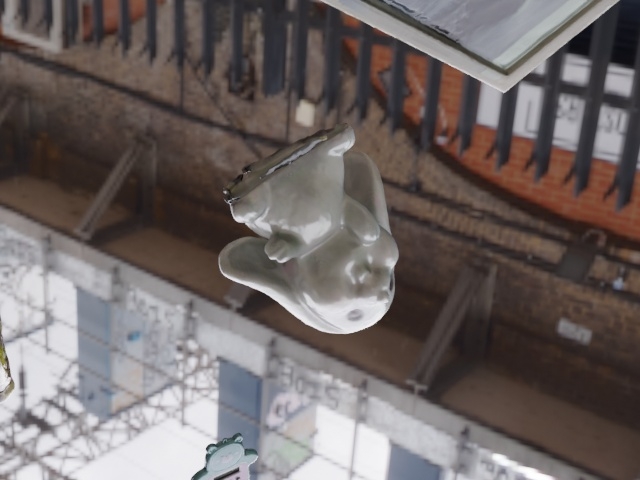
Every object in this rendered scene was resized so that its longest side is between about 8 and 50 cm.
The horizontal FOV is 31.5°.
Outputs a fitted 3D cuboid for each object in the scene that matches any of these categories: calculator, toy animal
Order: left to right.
[{"bbox_3d":[-0.121,0.300,1.442,0.094,0.141,0.019,-20,-137,-26],"label":"calculator"},{"bbox_3d":[-0.018,-0.005,1.545,0.249,0.289,0.174,-13,-172,-20],"label":"toy animal"}]

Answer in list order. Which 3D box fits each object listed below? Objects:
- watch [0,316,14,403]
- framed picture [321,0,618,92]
[{"bbox_3d":[-0.634,0.092,1.617,0.327,0.314,0.335,-13,-116,-12],"label":"watch"},{"bbox_3d":[0.235,-0.314,0.982,0.326,0.446,0.028,16,-135,-45],"label":"framed picture"}]
